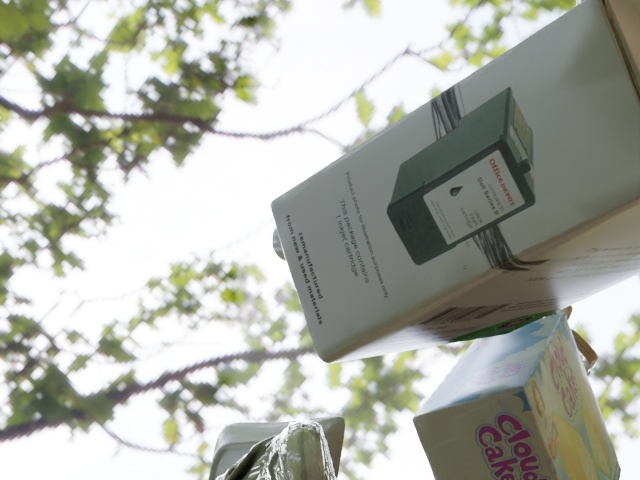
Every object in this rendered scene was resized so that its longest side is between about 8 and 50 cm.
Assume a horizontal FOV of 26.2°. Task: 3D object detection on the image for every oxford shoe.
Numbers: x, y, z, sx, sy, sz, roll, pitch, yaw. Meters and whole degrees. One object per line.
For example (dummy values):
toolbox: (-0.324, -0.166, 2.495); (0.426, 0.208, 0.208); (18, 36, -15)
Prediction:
oxford shoe: (-0.051, 0.272, 1.326); (0.130, 0.169, 0.449); (-5, -14, -9)

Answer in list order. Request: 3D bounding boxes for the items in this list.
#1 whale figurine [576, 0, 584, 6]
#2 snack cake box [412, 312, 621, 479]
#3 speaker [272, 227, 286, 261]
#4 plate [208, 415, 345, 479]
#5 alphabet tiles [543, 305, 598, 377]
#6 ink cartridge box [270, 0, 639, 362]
whale figurine: (0.332, -0.287, 1.305); (0.141, 0.272, 0.216); (10, -28, -22)
snack cake box: (0.162, 0.162, 1.079); (0.089, 0.152, 0.264); (-18, 3, 18)
speaker: (0.000, 0.000, 1.643); (0.055, 0.136, 0.055); (1, -91, -35)
plate: (-0.085, 0.370, 1.835); (0.045, 0.278, 0.277); (22, -112, -34)
alphabet tiles: (0.257, 0.078, 1.846); (0.021, 0.284, 0.278); (-41, -17, -12)
ink cartridge box: (0.146, -0.032, 0.880); (0.211, 0.121, 0.289); (-3, -20, -46)
